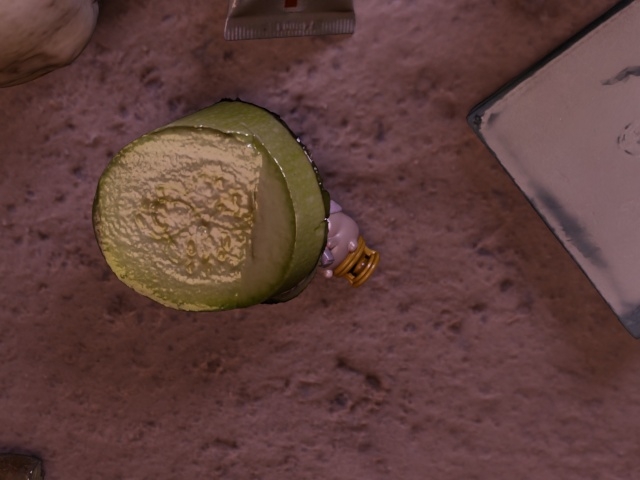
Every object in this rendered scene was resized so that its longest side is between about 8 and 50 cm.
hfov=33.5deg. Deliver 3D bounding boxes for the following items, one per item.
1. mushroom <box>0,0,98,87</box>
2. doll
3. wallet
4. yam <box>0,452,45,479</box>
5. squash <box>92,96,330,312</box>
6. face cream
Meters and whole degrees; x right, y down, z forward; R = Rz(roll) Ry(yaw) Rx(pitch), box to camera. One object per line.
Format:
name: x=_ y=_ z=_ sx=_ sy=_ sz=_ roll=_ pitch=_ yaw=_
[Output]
mushroom: x=-0.258 y=-0.306 z=0.955 sx=0.336 sy=0.314 sz=0.314 roll=-17 pitch=110 yaw=-10
doll: x=0.000 y=0.000 z=1.108 sx=0.127 sy=0.084 sz=0.073 roll=36 pitch=114 yaw=-13
wallet: x=0.323 y=-0.080 z=1.028 sx=0.251 sy=0.054 sz=0.290 roll=-35 pitch=97 yaw=18
yam: x=-0.475 y=0.281 z=1.338 sx=0.253 sy=0.061 sz=0.061 roll=8 pitch=114 yaw=9
squash: x=-0.100 y=-0.028 z=1.061 sx=0.220 sy=0.133 sz=0.220 roll=8 pitch=108 yaw=27
face cream: x=-0.022 y=-0.353 z=0.964 sx=0.137 sy=0.084 sz=0.341 roll=-8 pitch=116 yaw=-23
